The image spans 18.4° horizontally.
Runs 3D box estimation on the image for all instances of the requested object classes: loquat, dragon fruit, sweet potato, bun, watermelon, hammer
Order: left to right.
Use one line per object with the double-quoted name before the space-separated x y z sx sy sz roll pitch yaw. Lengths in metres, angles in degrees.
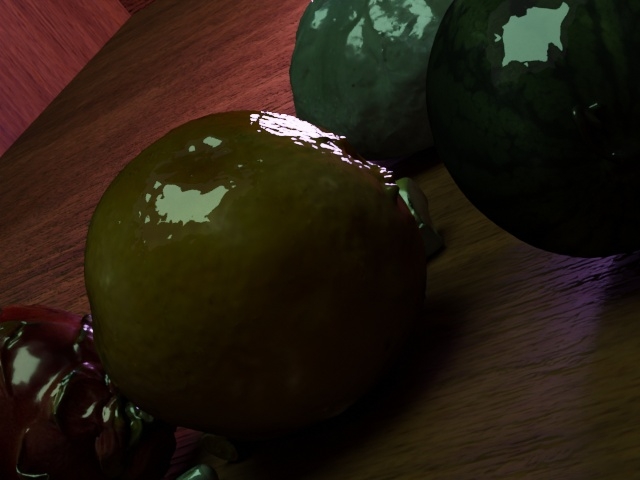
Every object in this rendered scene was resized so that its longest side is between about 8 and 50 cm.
"dragon fruit" -0.282 0.179 2.073 0.315 0.250 0.250 30 64 28
"hammer" -0.122 0.253 1.909 0.052 0.031 0.083 -38 27 16
"sweet potato" -0.069 0.170 1.968 0.117 0.049 0.049 -47 18 -22
"loquat" -0.063 0.033 1.859 0.328 0.328 0.328 -36 17 13
"bun" 0.112 -0.248 2.377 0.362 0.211 0.362 -35 16 11
"watermelon" 0.230 -0.126 1.701 0.279 0.279 0.359 -36 19 12

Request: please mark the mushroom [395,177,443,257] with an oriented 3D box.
"mushroom" -0.014 0.042 2.106 0.312 0.081 0.100 -33 59 22
